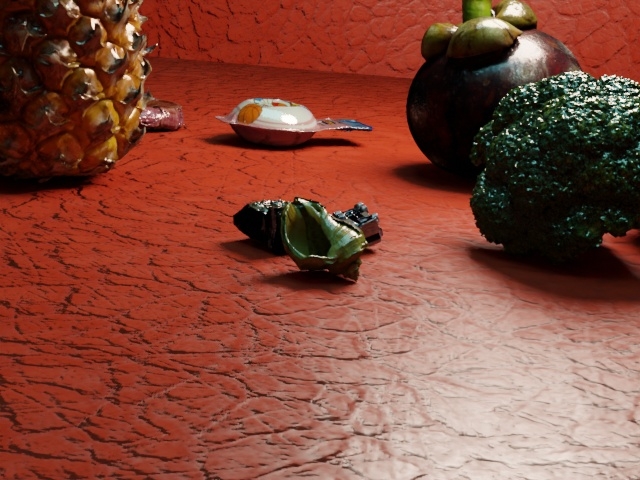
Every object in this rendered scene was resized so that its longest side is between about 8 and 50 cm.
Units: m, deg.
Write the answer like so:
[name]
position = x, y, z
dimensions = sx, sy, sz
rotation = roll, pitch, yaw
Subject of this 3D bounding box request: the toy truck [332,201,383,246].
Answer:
[toy truck]
position = 0.046, -0.016, 1.409
dimensions = 0.039, 0.044, 0.083
rotation = -22, 22, -13

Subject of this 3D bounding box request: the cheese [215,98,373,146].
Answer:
[cheese]
position = -0.048, -0.211, 2.096
dimensions = 0.286, 0.074, 0.189
rotation = 0, 16, -23

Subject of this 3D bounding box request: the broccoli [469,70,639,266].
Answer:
[broccoli]
position = 0.311, -0.082, 1.428
dimensions = 0.269, 0.241, 0.261
rotation = -22, 51, 1

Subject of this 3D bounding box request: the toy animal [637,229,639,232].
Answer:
[toy animal]
position = 0.508, -0.089, 1.551
dimensions = 0.247, 0.182, 0.310
rotation = 14, 17, 33

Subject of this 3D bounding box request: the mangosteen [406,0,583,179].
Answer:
[mangosteen]
position = 0.289, -0.239, 1.878
dimensions = 0.300, 0.300, 0.300
rotation = 4, 14, -1

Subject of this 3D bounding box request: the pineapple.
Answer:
[pineapple]
position = -0.407, -0.241, 1.633
dimensions = 0.353, 0.300, 0.352
rotation = 5, 13, -1

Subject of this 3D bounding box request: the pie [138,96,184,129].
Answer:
[pie]
position = -0.342, -0.238, 2.157
dimensions = 0.182, 0.049, 0.182
rotation = 9, 14, -2

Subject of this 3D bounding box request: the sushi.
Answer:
[sushi]
position = -0.047, -0.021, 1.382
dimensions = 0.085, 0.056, 0.083
rotation = -11, 13, -44

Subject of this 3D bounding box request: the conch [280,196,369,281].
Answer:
[conch]
position = 0.000, 0.000, 1.259
dimensions = 0.121, 0.074, 0.089
rotation = 51, 31, 13
